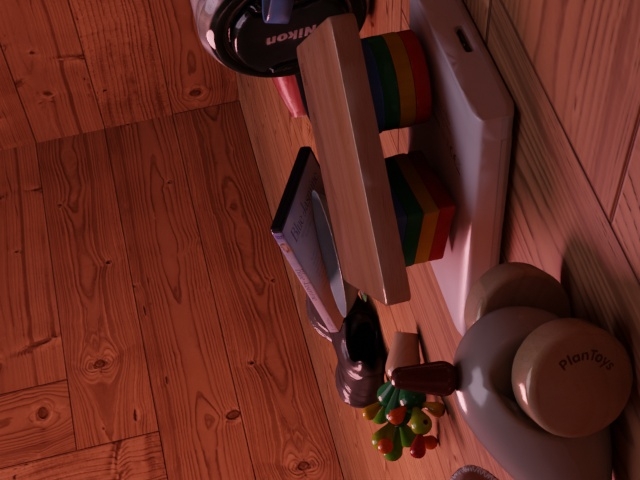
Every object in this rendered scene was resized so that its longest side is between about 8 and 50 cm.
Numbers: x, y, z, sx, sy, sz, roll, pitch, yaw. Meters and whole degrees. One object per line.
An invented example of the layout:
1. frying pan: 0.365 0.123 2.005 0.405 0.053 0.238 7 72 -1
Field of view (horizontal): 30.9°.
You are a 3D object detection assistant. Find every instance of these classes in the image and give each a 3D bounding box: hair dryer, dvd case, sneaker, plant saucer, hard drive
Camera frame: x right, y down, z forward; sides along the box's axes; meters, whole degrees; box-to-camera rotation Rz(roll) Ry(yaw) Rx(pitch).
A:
1. hair dryer: -0.059 -0.369 2.199 0.223 0.080 0.294 53 -154 -66
2. dvd case: 0.000 0.000 1.844 0.253 0.022 0.180 61 -145 -41
3. sneaker: 0.055 0.148 2.045 0.130 0.109 0.286 100 152 -50
4. plant saucer: 0.028 0.016 1.718 0.195 0.037 0.195 166 90 -85
5. hard drive: 0.128 -0.076 1.118 0.308 0.040 0.203 85 171 -51

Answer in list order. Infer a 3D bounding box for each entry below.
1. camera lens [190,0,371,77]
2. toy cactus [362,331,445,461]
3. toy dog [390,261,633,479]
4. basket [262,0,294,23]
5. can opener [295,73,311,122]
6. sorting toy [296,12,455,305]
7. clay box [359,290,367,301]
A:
1. camera lens: -0.068 -0.363 1.474 0.219 0.219 0.274 88 168 -60
2. toy cactus: 0.122 0.219 1.620 0.219 0.112 0.181 122 154 -85
3. toy dog: 0.150 0.186 0.890 0.220 0.160 0.334 130 127 -83
4. basket: -0.033 -0.398 1.156 0.289 0.201 0.255 102 162 -57
5. can opener: -0.021 -0.288 2.036 0.059 0.073 0.186 -41 56 37
6. sorting toy: 0.058 -0.083 1.132 0.255 0.089 0.257 -156 54 -82
7. clay box: 0.060 -0.030 1.759 0.127 0.053 0.222 92 163 -67
